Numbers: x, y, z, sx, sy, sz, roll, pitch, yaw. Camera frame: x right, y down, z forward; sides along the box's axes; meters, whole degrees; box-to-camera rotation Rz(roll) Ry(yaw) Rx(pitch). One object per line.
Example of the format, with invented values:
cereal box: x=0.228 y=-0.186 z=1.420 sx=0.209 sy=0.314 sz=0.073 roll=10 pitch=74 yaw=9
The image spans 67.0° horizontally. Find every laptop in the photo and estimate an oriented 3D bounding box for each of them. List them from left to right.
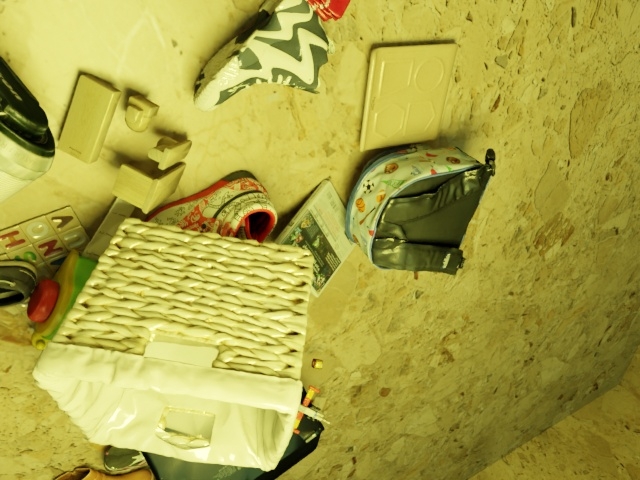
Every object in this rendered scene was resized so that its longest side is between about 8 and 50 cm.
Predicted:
laptop: x=-0.210 y=0.508 z=1.224 sx=0.382 sy=0.236 sz=0.408 roll=-28 pitch=97 yaw=-22

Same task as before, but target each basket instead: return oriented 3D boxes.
basket: x=-0.194 y=0.172 z=0.764 sx=0.328 sy=0.267 sz=0.331 roll=10 pitch=143 yaw=-4

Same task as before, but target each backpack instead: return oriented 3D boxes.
backpack: x=0.180 y=-0.069 z=0.972 sx=0.263 sy=0.213 sz=0.277 roll=-15 pitch=127 yaw=-34

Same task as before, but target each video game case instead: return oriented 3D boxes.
video game case: x=0.000 y=0.000 z=1.001 sx=0.173 sy=0.022 sz=0.190 roll=-53 pitch=138 yaw=-19

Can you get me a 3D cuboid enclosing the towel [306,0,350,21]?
towel: x=-0.020 y=-0.457 z=0.632 sx=0.275 sy=0.031 sz=0.199 roll=34 pitch=81 yaw=-42

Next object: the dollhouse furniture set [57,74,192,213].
dollhouse furniture set: x=-0.288 y=-0.154 z=0.744 sx=0.151 sy=0.123 sz=0.144 roll=28 pitch=110 yaw=-6

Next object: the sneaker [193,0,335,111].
sneaker: x=-0.073 y=-0.256 z=0.751 sx=0.235 sy=0.094 sz=0.153 roll=-50 pitch=126 yaw=-3

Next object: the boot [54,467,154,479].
boot: x=-0.507 y=0.572 z=1.136 sx=0.197 sy=0.073 sz=0.152 roll=-24 pitch=129 yaw=-18

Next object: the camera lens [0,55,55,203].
camera lens: x=-0.468 y=-0.106 z=0.534 sx=0.274 sy=0.219 sz=0.219 roll=-36 pitch=134 yaw=-3

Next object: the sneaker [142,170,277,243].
sneaker: x=-0.202 y=-0.009 z=0.825 sx=0.270 sy=0.145 sz=0.090 roll=-32 pitch=134 yaw=-7

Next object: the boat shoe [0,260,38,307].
boat shoe: x=-0.546 y=0.079 z=0.729 sx=0.206 sy=0.065 sz=0.075 roll=-9 pitch=129 yaw=-18

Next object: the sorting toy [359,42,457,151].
sorting toy: x=0.163 y=-0.276 z=0.928 sx=0.208 sy=0.038 sz=0.193 roll=-16 pitch=130 yaw=-27

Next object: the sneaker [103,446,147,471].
sneaker: x=-0.425 y=0.500 z=1.145 sx=0.178 sy=0.072 sz=0.077 roll=5 pitch=143 yaw=-36

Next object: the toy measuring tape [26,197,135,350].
toy measuring tape: x=-0.375 y=0.064 z=0.785 sx=0.121 sy=0.121 sz=0.330 roll=28 pitch=106 yaw=-42

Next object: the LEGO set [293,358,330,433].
LEGO set: x=-0.087 y=0.371 z=1.128 sx=0.244 sy=0.060 sz=0.183 roll=-19 pitch=97 yaw=-23

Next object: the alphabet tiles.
alphabet tiles: x=-0.432 y=0.055 z=0.828 sx=0.198 sy=0.009 sz=0.237 roll=-23 pitch=133 yaw=-14
